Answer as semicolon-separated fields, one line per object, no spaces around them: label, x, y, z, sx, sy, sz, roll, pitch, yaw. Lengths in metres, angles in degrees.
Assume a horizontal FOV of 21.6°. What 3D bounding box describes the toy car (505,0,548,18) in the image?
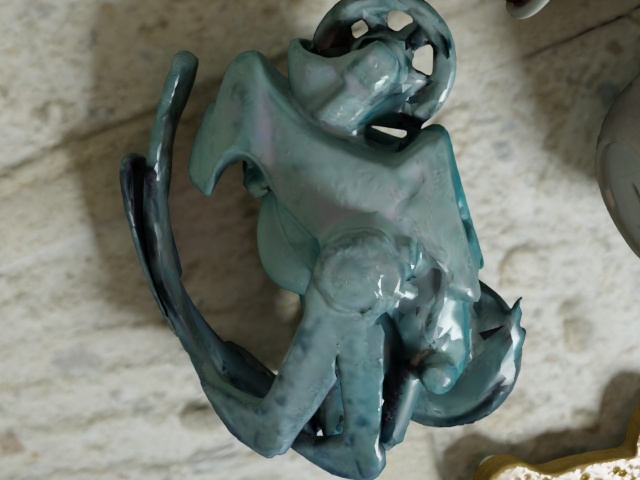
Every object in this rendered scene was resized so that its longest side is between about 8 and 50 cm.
toy car;0.128;-0.206;0.938;0.112;0.112;0.139;42;84;-7

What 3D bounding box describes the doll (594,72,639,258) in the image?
doll;0.306;-0.081;1.007;0.287;0.151;0.151;-26;112;-12

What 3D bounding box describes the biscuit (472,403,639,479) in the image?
biscuit;0.217;0.175;1.113;0.240;0.035;0.158;-15;113;-9

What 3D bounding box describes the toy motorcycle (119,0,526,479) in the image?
toy motorcycle;0.000;0.000;0.949;0.206;0.154;0.260;-13;104;14
